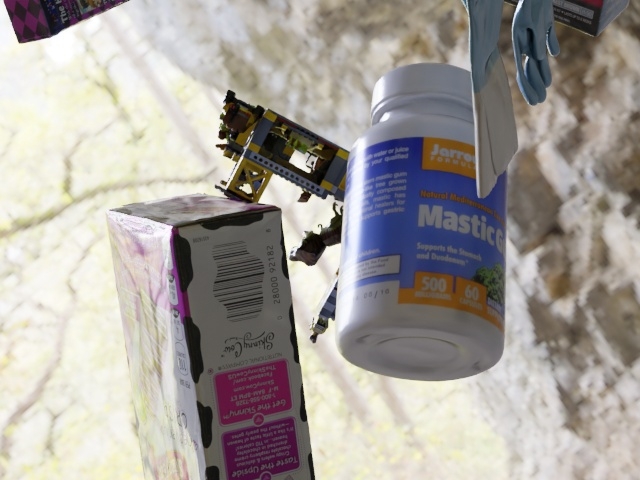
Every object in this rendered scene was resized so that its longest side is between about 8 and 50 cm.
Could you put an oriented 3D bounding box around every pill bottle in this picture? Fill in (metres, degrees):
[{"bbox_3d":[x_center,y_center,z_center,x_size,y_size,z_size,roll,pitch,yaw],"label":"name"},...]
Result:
[{"bbox_3d":[0.096,-0.021,1.226,0.152,0.152,0.272,-23,54,45],"label":"pill bottle"}]

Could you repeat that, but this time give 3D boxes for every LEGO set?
[{"bbox_3d":[0.000,0.000,1.427,0.192,0.331,0.255,-62,14,2],"label":"LEGO set"}]

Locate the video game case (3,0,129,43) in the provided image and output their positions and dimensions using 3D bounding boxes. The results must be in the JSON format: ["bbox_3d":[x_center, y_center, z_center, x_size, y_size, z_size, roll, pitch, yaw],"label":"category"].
[{"bbox_3d":[-0.205,-0.297,1.068,0.041,0.232,0.210,-7,21,31],"label":"video game case"}]

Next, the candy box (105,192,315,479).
[{"bbox_3d":[-0.069,0.093,0.836,0.071,0.234,0.159,-11,8,-22],"label":"candy box"}]

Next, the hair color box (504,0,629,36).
[{"bbox_3d":[0.345,-0.484,1.801,0.185,0.375,0.113,26,46,24],"label":"hair color box"}]

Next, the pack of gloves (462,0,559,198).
[{"bbox_3d":[0.136,-0.182,1.038,0.046,0.232,0.195,10,38,24],"label":"pack of gloves"}]
